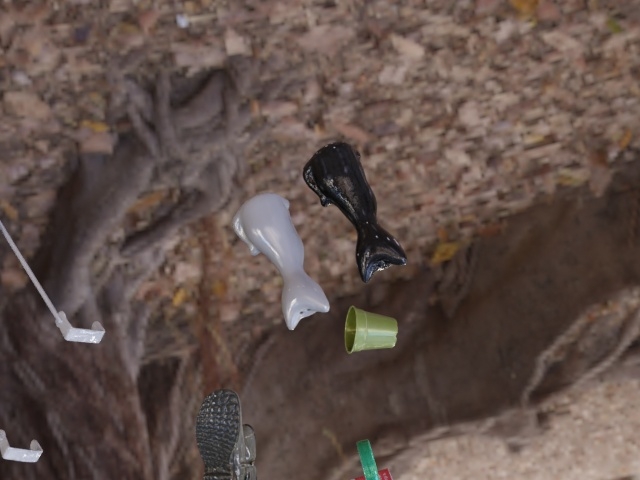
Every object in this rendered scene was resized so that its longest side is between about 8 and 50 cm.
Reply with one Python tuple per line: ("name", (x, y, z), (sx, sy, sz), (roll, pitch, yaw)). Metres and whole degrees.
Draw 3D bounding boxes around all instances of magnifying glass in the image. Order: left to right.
("magnifying glass", (0.091, 0.410, 1.894), (0.026, 0.231, 0.092), (-16, -155, 1))

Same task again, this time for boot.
("boot", (-0.170, 0.379, 2.321), (0.083, 0.247, 0.161), (5, -167, 15))

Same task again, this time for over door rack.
("over door rack", (-0.472, 0.119, 1.714), (0.108, 0.324, 0.240), (-2, 128, -54))

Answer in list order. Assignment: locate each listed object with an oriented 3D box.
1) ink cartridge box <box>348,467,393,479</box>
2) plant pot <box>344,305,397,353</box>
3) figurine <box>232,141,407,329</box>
("ink cartridge box", (0.012, 0.520, 2.088), (0.272, 0.114, 0.197), (-17, 139, -5))
("plant pot", (0.089, 0.158, 2.116), (0.079, 0.083, 0.083), (6, 160, -12))
("figurine", (0.000, 0.000, 1.754), (0.215, 0.209, 0.092), (-34, 151, 14))
